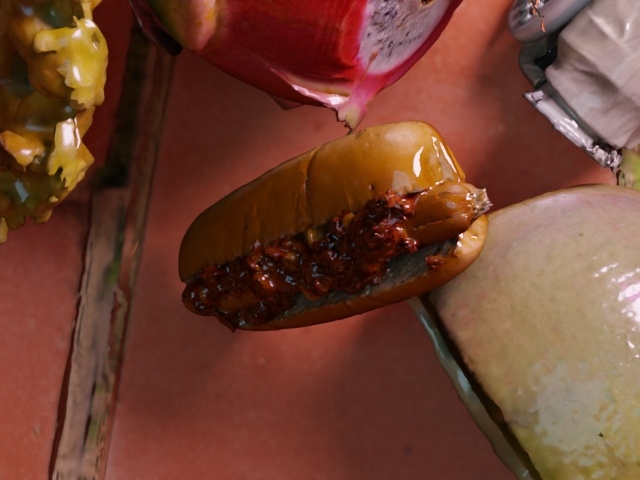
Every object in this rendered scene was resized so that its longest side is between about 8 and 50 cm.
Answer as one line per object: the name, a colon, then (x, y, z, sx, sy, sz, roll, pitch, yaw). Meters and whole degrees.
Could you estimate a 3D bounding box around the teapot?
teapot: (0.198, -0.144, 1.139, 0.200, 0.077, 0.107, -48, 49, 8)

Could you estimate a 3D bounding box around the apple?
apple: (0.179, 0.076, 1.109, 0.193, 0.120, 0.265, -32, 81, 5)

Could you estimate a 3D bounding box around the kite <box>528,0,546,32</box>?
kite: (0.100, -0.234, 1.109, 0.014, 0.183, 0.241, -20, 67, 39)

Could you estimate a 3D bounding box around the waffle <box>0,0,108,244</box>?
waffle: (-0.208, -0.159, 1.173, 0.302, 0.068, 0.325, -3, 92, 59)

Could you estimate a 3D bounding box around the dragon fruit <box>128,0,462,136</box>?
dragon fruit: (-0.018, -0.187, 1.137, 0.224, 0.224, 0.227, -46, 67, 9)

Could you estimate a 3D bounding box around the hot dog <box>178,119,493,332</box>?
hot dog: (0.000, 0.000, 1.130, 0.249, 0.076, 0.102, -19, 104, 44)

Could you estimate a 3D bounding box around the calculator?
calculator: (0.164, -0.174, 1.138, 0.021, 0.095, 0.153, 39, 116, -17)
